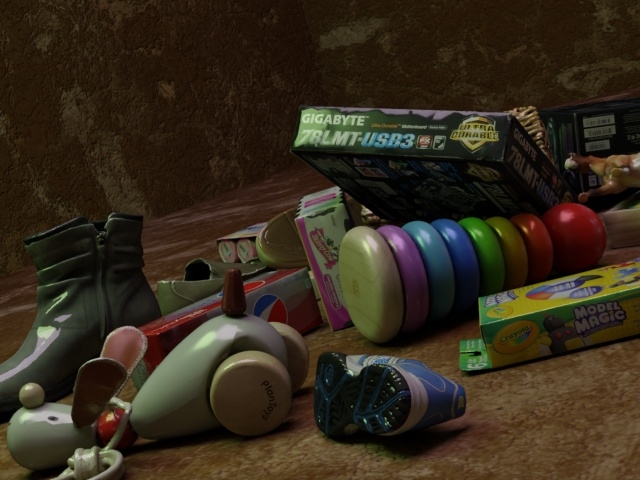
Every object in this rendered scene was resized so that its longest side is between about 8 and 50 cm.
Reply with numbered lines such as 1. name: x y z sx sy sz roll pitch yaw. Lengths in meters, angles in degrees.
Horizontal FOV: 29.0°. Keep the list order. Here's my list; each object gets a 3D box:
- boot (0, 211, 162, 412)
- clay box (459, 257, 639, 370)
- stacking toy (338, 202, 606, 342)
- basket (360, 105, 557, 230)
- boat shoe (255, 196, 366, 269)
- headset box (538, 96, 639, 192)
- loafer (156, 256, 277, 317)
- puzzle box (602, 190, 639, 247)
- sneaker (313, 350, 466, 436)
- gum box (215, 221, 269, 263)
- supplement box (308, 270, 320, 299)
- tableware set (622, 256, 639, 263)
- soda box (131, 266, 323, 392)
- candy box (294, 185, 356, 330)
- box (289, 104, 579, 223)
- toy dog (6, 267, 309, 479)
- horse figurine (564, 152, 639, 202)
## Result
1. boot: -0.374 0.094 1.703 0.338 0.223 0.118 -22 11 -41
2. clay box: 0.246 0.075 1.273 0.222 0.053 0.127 -14 8 8
3. stacking toy: 0.195 0.022 1.508 0.330 0.141 0.141 -12 7 -19
4. basket: 0.229 -0.035 1.907 0.299 0.223 0.214 -14 41 12
5. boat shoe: 0.000 0.000 2.107 0.302 0.109 0.098 -21 -23 -44
6. headset box: 0.484 -0.164 2.047 0.246 0.131 0.283 -8 8 -10
7. loafer: -0.164 0.065 1.977 0.094 0.088 0.251 -9 11 40
8. puzzle box: 0.607 -0.073 1.600 0.408 0.052 0.272 -9 10 39
9. sneaker: 0.055 0.145 1.143 0.081 0.080 0.211 4 0 -25
10. gum box: -0.105 0.006 2.356 0.107 0.062 0.188 -21 10 -37
11. supplement box: -0.017 0.069 1.857 0.098 0.036 0.062 -17 9 -12
12. tableware set: 0.435 0.016 1.434 0.141 0.020 0.168 -17 9 -8
13. soda box: -0.122 0.114 1.587 0.263 0.084 0.092 -24 11 -42
14. candy box: 0.022 0.018 1.698 0.071 0.159 0.233 -18 7 2
15. box: 0.156 -0.088 1.618 0.293 0.073 0.295 4 -15 30
16. toy dog: -0.171 0.132 1.288 0.333 0.161 0.220 -18 8 -15
17. horse figurine: 0.445 -0.098 1.630 0.263 0.066 0.174 -11 7 21
